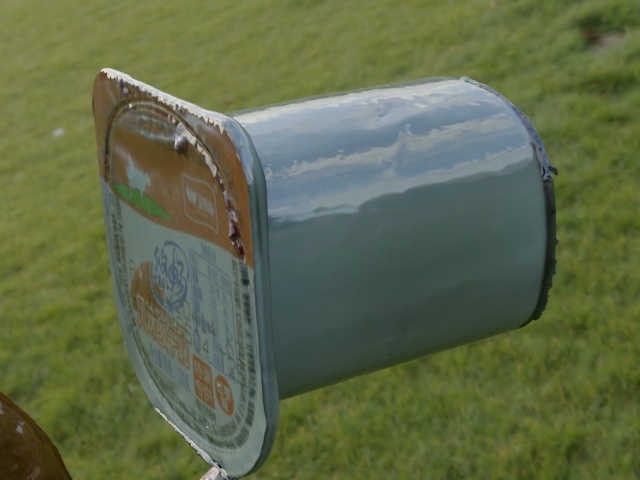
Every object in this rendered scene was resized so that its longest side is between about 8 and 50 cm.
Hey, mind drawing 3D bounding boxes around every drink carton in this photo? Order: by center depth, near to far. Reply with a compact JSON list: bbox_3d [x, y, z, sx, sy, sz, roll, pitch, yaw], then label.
[{"bbox_3d":[0.000,0.000,0.680,0.189,0.191,0.185,-15,21,-31],"label":"drink carton"}]

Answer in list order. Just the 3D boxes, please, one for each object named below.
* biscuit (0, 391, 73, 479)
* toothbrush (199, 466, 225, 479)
[{"bbox_3d":[-0.188,0.134,0.481,0.212,0.212,0.036,-25,20,-13],"label":"biscuit"},{"bbox_3d":[-0.056,0.133,0.659,0.017,0.022,0.204,-29,23,41],"label":"toothbrush"}]
